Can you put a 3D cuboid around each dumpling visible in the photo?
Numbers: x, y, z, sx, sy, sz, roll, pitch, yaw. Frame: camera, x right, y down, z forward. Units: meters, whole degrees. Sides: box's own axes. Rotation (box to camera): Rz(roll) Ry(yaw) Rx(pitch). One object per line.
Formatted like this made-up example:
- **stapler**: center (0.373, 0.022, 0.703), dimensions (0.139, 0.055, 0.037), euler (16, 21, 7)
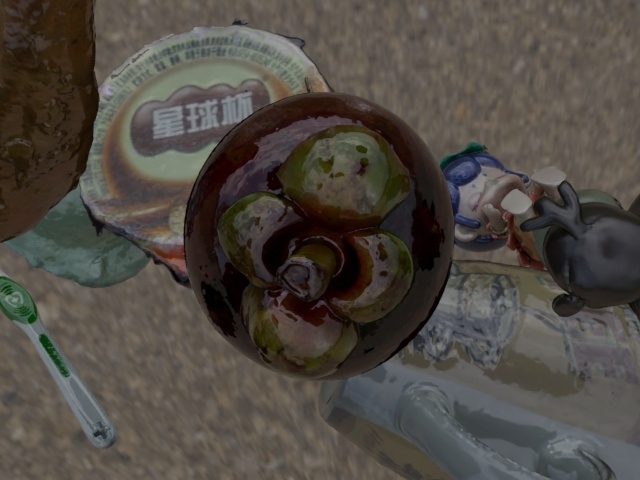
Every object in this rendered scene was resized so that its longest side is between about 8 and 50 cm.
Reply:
- **dumpling**: center (-0.192, -0.050, 1.564), dimensions (0.217, 0.149, 0.105), euler (-19, 41, -30)

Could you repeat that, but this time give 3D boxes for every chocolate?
- **chocolate**: center (-0.068, -0.042, 1.411), dimensions (0.221, 0.147, 0.221), euler (-8, 56, 13)

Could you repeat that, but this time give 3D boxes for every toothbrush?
- **toothbrush**: center (-0.263, 0.061, 1.626), dimensions (0.030, 0.030, 0.304), euler (-35, 70, -6)

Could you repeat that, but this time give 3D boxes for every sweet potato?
- **sweet potato**: center (-0.196, -0.080, 1.227), dimensions (0.106, 0.354, 0.095), euler (27, 51, -10)

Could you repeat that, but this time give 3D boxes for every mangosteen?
- **mangosteen**: center (0.000, 0.000, 1.136), dimensions (0.200, 0.200, 0.199), euler (-1, 74, 3)

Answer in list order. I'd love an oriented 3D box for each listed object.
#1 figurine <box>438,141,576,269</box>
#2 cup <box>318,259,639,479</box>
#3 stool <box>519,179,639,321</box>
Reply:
- **figurine**: center (0.163, -0.025, 1.737), dimensions (0.111, 0.102, 0.195), euler (-34, 30, -16)
- **cup**: center (0.136, 0.139, 1.507), dimensions (0.257, 0.301, 0.227), euler (14, 111, -7)
- **stool**: center (0.217, 0.006, 1.143), dimensions (0.217, 0.121, 0.125), euler (4, 105, -13)
